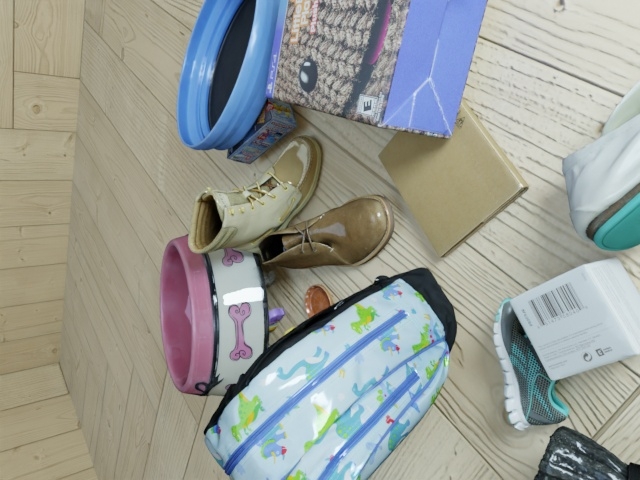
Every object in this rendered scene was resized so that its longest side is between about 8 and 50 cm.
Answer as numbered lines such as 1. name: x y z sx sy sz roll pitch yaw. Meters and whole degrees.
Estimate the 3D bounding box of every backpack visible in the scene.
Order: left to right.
1. backpack: 0.015 0.219 0.693 0.290 0.355 0.274 -51 58 40

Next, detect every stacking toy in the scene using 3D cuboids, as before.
1. stacking toy: -0.126 0.194 1.101 0.167 0.052 0.221 59 136 27

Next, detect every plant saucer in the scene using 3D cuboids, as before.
1. plant saucer: -0.001 0.127 0.969 0.083 0.013 0.084 10 104 50

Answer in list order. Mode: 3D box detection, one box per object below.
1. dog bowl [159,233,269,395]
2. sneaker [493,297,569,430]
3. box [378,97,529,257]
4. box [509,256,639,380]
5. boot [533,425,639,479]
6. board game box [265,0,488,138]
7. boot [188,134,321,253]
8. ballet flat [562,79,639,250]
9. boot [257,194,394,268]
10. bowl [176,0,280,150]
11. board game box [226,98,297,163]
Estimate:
1. dog bowl: -0.261 0.162 1.129 0.408 0.150 0.409 9 100 62
2. sneaker: 0.267 0.153 0.621 0.076 0.065 0.167 -12 88 34
3. box: 0.178 -0.102 0.714 0.164 0.021 0.201 -49 58 42
4. box: 0.292 0.086 0.547 0.101 0.087 0.102 -42 64 45
5. boot: 0.349 0.234 0.462 0.260 0.131 0.349 27 115 46
6. board game box: 0.066 -0.293 0.710 0.291 0.141 0.232 31 115 49
7. boot: -0.119 -0.085 0.906 0.095 0.203 0.262 43 111 24
8. ballet flat: 0.365 -0.147 0.411 0.400 0.139 0.139 -49 58 43
9. boot: 0.000 0.000 0.874 0.305 0.115 0.113 -22 76 49
10. bowl: -0.191 -0.372 1.020 0.391 0.077 0.392 -23 62 51
11. board game box: -0.115 -0.267 1.003 0.194 0.060 0.195 -1 82 55
